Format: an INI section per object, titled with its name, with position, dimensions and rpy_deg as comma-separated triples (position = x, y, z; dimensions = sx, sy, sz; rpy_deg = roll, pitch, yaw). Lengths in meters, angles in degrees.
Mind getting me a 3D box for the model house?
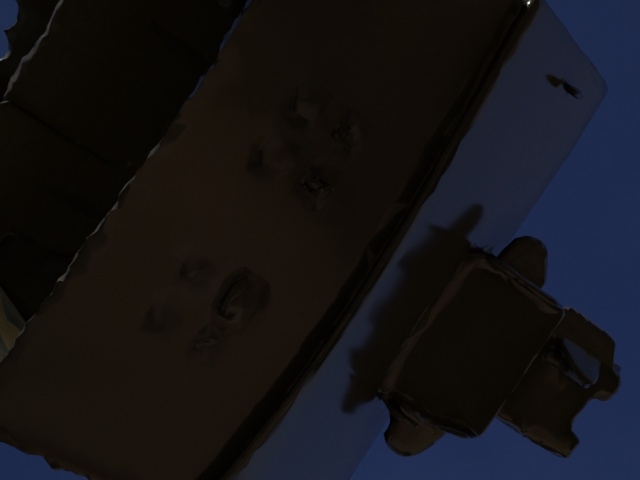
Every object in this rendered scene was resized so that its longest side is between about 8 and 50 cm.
[model house]
position = 0.000, 0.000, 0.559
dimensions = 0.243, 0.204, 0.211
rpy_deg = 31, -85, -31
